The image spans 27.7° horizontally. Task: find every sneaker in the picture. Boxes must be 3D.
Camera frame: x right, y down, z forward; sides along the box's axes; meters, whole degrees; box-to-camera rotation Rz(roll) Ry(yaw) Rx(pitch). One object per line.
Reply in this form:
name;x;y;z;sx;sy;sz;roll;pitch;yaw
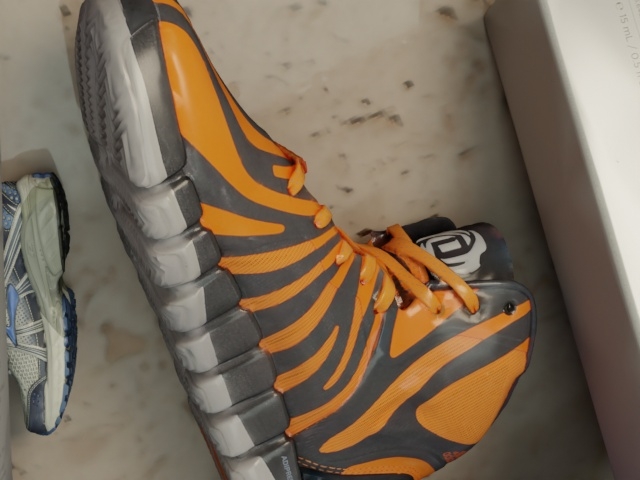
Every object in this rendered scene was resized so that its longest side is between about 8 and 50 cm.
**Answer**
sneaker;-0.153;0.033;0.652;0.058;0.052;0.135;-3;102;-4
sneaker;0.000;0.000;0.651;0.180;0.124;0.321;-23;124;-11

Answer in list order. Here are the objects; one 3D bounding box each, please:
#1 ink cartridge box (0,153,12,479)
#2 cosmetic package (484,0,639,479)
ink cartridge box;-0.238;0.047;0.603;0.175;0.069;0.371;3;107;0
cosmetic package;0.271;0.022;0.647;0.284;0.097;0.377;-13;84;-8
